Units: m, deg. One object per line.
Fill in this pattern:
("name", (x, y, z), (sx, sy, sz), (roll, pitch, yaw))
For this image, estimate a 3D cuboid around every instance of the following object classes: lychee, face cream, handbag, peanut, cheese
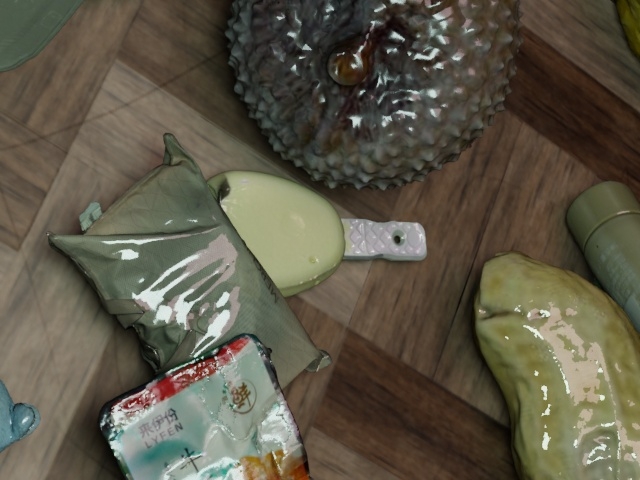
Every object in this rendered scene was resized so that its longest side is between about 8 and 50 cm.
("lychee", (0.050, -0.195, 1.527), (0.300, 0.300, 0.300), (9, 72, -30))
("face cream", (0.356, 0.079, 1.647), (0.084, 0.137, 0.341), (-13, 47, -10))
("handbag", (-0.119, 0.058, 1.429), (0.182, 0.117, 0.270), (-43, 108, -31))
("peanut", (0.265, 0.167, 1.628), (0.174, 0.158, 0.340), (-16, 80, -5))
("cheese", (0.000, 0.000, 1.563), (0.255, 0.050, 0.127), (4, 74, -31))

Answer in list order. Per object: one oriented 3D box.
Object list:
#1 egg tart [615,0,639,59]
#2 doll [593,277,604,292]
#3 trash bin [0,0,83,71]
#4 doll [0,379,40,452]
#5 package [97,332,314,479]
("egg tart", (0.466, -0.309, 1.885), (0.351, 0.153, 0.339), (50, 56, -11))
("doll", (0.336, 0.096, 1.741), (0.115, 0.077, 0.150), (11, 63, -25))
("trash bin", (-0.283, -0.295, 1.316), (0.219, 0.220, 0.250), (25, 40, -28))
("doll", (-0.318, 0.182, 1.304), (0.120, 0.075, 0.180), (30, 81, 11))
("package", (-0.076, 0.213, 1.372), (0.166, 0.040, 0.232), (-26, 98, -21))
